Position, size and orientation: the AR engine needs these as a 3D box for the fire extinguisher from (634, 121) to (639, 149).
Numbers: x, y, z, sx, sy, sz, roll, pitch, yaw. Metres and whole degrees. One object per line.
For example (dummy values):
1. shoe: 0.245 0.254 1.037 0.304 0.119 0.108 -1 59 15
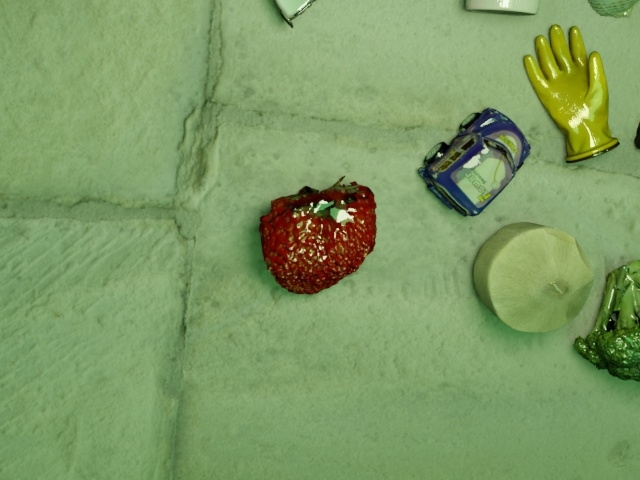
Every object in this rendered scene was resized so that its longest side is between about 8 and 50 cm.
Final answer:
1. fire extinguisher: 0.852 -0.236 1.747 0.267 0.072 0.089 5 67 -5

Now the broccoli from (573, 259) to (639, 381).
1. broccoli: 0.745 0.189 1.757 0.321 0.304 0.283 -15 74 -2

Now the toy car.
1. toy car: 0.349 -0.166 1.683 0.172 0.158 0.235 42 98 -12

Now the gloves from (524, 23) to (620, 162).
1. gloves: 0.547 -0.327 1.694 0.133 0.116 0.294 -23 98 -5

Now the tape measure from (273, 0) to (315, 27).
1. tape measure: -0.034 -0.589 1.581 0.236 0.120 0.197 -41 101 2

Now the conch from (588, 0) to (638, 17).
1. conch: 0.637 -0.554 1.642 0.135 0.102 0.153 2 104 11

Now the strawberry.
1. strawberry: 0.001 -0.001 1.667 0.261 0.261 0.258 -10 97 -1

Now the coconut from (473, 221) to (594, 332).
1. coconut: 0.469 0.083 1.696 0.237 0.266 0.237 0 95 -2

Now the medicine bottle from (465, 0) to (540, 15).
1. medicine bottle: 0.386 -0.604 1.576 0.165 0.165 0.273 4 102 -5
